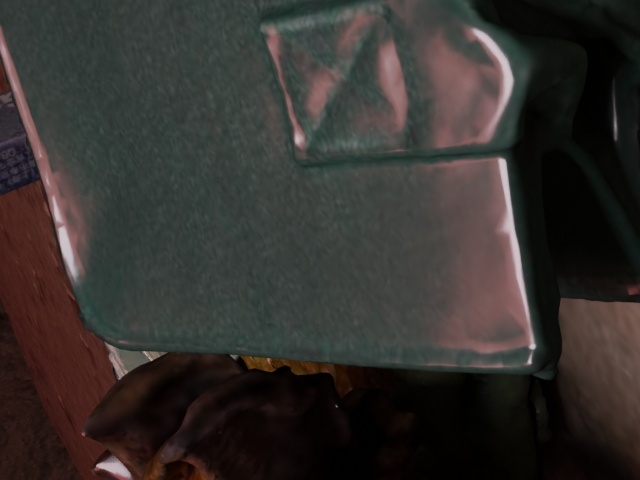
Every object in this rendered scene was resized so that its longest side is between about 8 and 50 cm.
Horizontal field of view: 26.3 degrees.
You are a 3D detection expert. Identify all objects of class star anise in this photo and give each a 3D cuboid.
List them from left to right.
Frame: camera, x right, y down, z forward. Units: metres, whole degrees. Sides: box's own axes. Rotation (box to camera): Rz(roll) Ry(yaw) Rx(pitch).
[{"bbox_3d":[0.014,0.107,0.496,0.214,0.099,0.220,35,166,-12],"label":"star anise"}]

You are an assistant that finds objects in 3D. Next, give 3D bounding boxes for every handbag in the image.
[{"bbox_3d":[-0.028,-0.127,0.395,0.238,0.089,0.326,1,110,53],"label":"handbag"}]

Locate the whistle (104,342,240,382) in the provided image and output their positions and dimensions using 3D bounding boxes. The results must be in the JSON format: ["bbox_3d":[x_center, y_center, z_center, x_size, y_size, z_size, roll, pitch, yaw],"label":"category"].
[{"bbox_3d":[-0.108,0.079,1.004,0.101,0.106,0.253,30,163,7],"label":"whistle"}]

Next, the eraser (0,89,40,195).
[{"bbox_3d":[-0.284,-0.071,1.120,0.092,0.212,0.046,43,152,48],"label":"eraser"}]

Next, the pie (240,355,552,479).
[{"bbox_3d":[-0.002,-0.007,0.612,0.302,0.067,0.302,48,155,32],"label":"pie"}]
